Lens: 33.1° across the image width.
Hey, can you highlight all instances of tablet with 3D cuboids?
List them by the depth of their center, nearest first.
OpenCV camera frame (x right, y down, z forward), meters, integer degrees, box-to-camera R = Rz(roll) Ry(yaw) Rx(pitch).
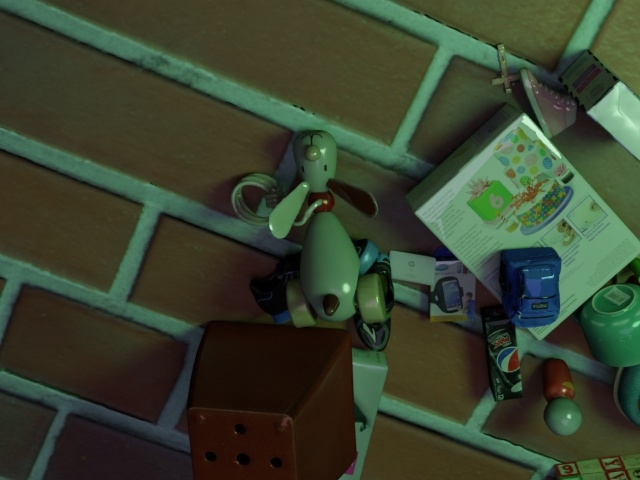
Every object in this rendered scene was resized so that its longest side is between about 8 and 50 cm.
[{"bbox_3d":[0.159,0.048,1.870,0.083,0.006,0.054,9,115,18],"label":"tablet"}]

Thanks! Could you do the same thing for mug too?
[{"bbox_3d":[0.491,0.135,1.807,0.158,0.129,0.097,-10,124,26],"label":"mug"}]

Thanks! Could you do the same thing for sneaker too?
[{"bbox_3d":[0.371,-0.233,1.739,0.070,0.051,0.134,-25,118,12],"label":"sneaker"},{"bbox_3d":[-0.014,0.053,1.844,0.232,0.081,0.090,-34,115,13],"label":"sneaker"},{"bbox_3d":[0.094,0.114,1.874,0.067,0.078,0.188,0,116,-2],"label":"sneaker"}]

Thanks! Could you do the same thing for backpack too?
[{"bbox_3d":[0.337,0.082,1.730,0.098,0.101,0.120,-1,112,2],"label":"backpack"}]

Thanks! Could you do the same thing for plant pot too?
[{"bbox_3d":[-0.097,0.311,1.833,0.267,0.236,0.267,2,110,14],"label":"plant pot"}]

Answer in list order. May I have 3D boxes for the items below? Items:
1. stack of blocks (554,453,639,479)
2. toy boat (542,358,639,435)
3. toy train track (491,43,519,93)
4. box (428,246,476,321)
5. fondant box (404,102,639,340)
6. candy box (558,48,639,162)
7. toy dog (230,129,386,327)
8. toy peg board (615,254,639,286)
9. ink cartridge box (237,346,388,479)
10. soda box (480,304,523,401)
[{"bbox_3d":[0.554,0.567,2.080,0.171,0.087,0.297,-8,114,2],"label":"stack of blocks"},{"bbox_3d":[0.550,0.269,1.897,0.318,0.148,0.267,-6,133,9],"label":"toy boat"},{"bbox_3d":[0.298,-0.276,1.738,0.048,0.014,0.083,-13,113,5],"label":"toy train track"},{"bbox_3d":[0.231,0.077,1.888,0.081,0.028,0.136,-2,115,0],"label":"box"},{"bbox_3d":[0.340,-0.029,1.794,0.238,0.096,0.330,-43,109,9],"label":"fondant box"},{"bbox_3d":[0.469,-0.200,1.675,0.165,0.196,0.070,38,108,-17],"label":"candy box"},{"bbox_3d":[0.000,0.000,1.725,0.220,0.161,0.333,-29,92,6],"label":"toy dog"},{"bbox_3d":[0.603,0.092,1.873,0.161,0.079,0.160,-5,114,2],"label":"toy peg board"},{"bbox_3d":[-0.022,0.315,1.974,0.239,0.060,0.275,9,114,-7],"label":"ink cartridge box"},{"bbox_3d":[0.325,0.202,1.928,0.053,0.060,0.169,-10,114,2],"label":"soda box"}]
